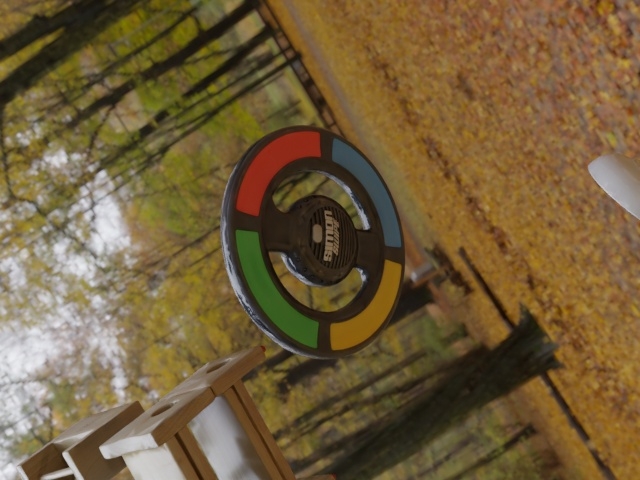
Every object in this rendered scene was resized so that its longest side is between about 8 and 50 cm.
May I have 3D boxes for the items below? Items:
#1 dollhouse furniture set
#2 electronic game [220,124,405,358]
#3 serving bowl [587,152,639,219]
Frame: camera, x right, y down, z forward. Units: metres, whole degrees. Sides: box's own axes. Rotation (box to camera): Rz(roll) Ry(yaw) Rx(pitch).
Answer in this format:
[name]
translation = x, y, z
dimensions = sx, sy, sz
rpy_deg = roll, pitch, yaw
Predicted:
[dollhouse furniture set]
translation = -0.111, 0.182, 0.657
dimensions = 0.129, 0.183, 0.129
rpy_deg = -35, -81, -50
[electronic game]
translation = 0.000, 0.000, 0.822
dimensions = 0.048, 0.229, 0.229
rpy_deg = -14, 115, 47
[serving bowl]
translation = 0.255, -0.043, 0.675
dimensions = 0.083, 0.027, 0.083
rpy_deg = 29, -153, -16
